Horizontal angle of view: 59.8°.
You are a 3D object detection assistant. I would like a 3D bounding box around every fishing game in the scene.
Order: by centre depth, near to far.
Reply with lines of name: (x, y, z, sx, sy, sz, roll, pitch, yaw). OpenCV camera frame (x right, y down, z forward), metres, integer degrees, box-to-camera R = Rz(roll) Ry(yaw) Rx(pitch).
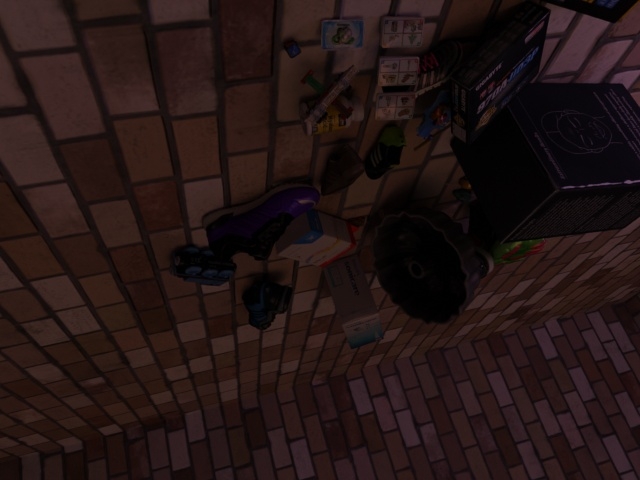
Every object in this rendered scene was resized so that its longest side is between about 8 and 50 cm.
fishing game: (0.270, -0.274, 1.126, 0.189, 0.041, 0.264, -35, 165, -24)

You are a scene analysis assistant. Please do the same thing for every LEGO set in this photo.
LEGO set: (0.053, -0.301, 0.984, 0.244, 0.060, 0.182, -7, 122, -14)

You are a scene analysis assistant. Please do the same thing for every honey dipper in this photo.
honey dipper: (0.239, -0.083, 1.565, 0.161, 0.030, 0.030, -9, 153, -24)

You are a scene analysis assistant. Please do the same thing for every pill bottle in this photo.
pill bottle: (0.022, -0.245, 1.076, 0.116, 0.065, 0.065, -14, 153, -9)

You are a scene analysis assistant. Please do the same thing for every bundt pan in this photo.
bundt pan: (0.297, 0.056, 1.508, 0.124, 0.331, 0.331, -26, 162, -35)

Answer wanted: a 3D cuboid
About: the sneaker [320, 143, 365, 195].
sneaker: (0.044, -0.159, 1.267, 0.066, 0.071, 0.188, -21, 175, -26)

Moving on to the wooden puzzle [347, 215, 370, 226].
wooden puzzle: (0.101, -0.051, 1.561, 0.083, 0.006, 0.049, -12, 153, -10)

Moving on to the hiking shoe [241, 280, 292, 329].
hiking shoe: (-0.191, 0.195, 1.781, 0.132, 0.113, 0.304, 24, 147, -11)

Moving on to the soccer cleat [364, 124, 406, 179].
soccer cleat: (0.146, -0.184, 1.260, 0.060, 0.072, 0.179, -8, 152, -19)

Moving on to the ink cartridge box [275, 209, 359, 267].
ink cartridge box: (0.000, 0.000, 1.509, 0.134, 0.078, 0.231, -35, 146, 31)

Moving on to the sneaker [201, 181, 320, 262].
sneaker: (-0.127, -0.026, 1.311, 0.293, 0.146, 0.102, -21, 154, 7)

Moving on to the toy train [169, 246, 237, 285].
toy train: (-0.312, 0.072, 1.466, 0.184, 0.080, 0.105, 10, 149, -43)

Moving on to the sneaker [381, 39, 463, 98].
sneaker: (0.184, -0.317, 1.039, 0.170, 0.063, 0.075, -31, 152, 27)

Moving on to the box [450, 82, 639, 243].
box: (0.556, -0.182, 1.270, 0.396, 0.293, 0.212, -6, 151, -23)

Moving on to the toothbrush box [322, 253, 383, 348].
toothbrush box: (0.111, 0.208, 1.831, 0.126, 0.216, 0.295, -18, 154, 0)

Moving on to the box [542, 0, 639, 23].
box: (0.452, -0.489, 0.862, 0.322, 0.079, 0.257, -1, 151, -31)

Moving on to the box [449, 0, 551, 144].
box: (0.335, -0.312, 1.054, 0.220, 0.051, 0.175, -45, 154, -8)

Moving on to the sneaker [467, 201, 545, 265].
sneaker: (0.529, -0.031, 1.675, 0.185, 0.202, 0.483, -5, 170, -7)

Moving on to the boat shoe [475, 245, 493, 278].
boat shoe: (0.350, 0.042, 1.619, 0.091, 0.114, 0.302, -26, -154, -34)

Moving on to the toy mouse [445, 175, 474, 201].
toy mouse: (0.433, -0.142, 1.563, 0.161, 0.031, 0.143, -20, 154, 5)
